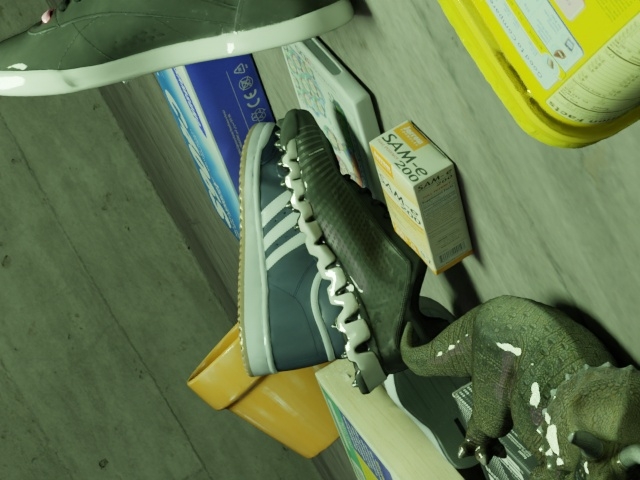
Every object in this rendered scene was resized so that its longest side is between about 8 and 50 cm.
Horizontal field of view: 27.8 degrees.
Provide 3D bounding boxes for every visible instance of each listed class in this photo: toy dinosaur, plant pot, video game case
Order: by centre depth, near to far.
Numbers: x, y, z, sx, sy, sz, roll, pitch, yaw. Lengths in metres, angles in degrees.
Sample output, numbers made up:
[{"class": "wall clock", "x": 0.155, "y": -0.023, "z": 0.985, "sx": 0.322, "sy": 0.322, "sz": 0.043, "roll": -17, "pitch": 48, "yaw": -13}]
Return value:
[{"class": "toy dinosaur", "x": 0.149, "y": 0.105, "z": 0.827, "sx": 0.313, "sy": 0.121, "sz": 0.160, "roll": -120, "pitch": 29, "yaw": -59}, {"class": "video game case", "x": 0.015, "y": -0.101, "z": 1.084, "sx": 0.143, "sy": 0.019, "sz": 0.157, "roll": 51, "pitch": 167, "yaw": 40}, {"class": "plant pot", "x": -0.039, "y": 0.179, "z": 1.713, "sx": 0.188, "sy": 0.205, "sz": 0.205, "roll": 44, "pitch": 171, "yaw": -4}]

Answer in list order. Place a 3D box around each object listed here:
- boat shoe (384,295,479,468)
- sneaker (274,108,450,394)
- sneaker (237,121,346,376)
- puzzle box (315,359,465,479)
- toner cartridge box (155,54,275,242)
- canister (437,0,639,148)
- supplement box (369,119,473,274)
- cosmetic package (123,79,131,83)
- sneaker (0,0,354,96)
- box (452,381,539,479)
[{"class": "boat shoe", "x": 0.091, "y": 0.121, "z": 1.158, "sx": 0.076, "sy": 0.083, "sz": 0.226, "roll": 47, "pitch": 165, "yaw": 46}, {"class": "sneaker", "x": 0.039, "y": -0.002, "z": 1.035, "sx": 0.078, "sy": 0.106, "sz": 0.234, "roll": 25, "pitch": -135, "yaw": -86}, {"class": "sneaker", "x": 0.000, "y": 0.000, "z": 1.283, "sx": 0.099, "sy": 0.153, "sz": 0.282, "roll": 71, "pitch": -165, "yaw": -58}, {"class": "puzzle box", "x": 0.129, "y": 0.338, "z": 1.380, "sx": 0.272, "sy": 0.052, "sz": 0.409, "roll": 47, "pitch": 162, "yaw": 51}, {"class": "toner cartridge box", "x": -0.106, "y": -0.124, "z": 1.446, "sx": 0.165, "sy": 0.075, "sz": 0.348, "roll": 49, "pitch": 165, "yaw": 43}, {"class": "canister", "x": 0.103, "y": -0.112, "z": 0.470, "sx": 0.126, "sy": 0.073, "sz": 0.170, "roll": 59, "pitch": 169, "yaw": 5}, {"class": "supplement box", "x": 0.074, "y": -0.030, "z": 0.945, "sx": 0.062, "sy": 0.036, "sz": 0.098, "roll": 49, "pitch": 165, "yaw": 43}, {"class": "cosmetic package", "x": -0.161, "y": -0.265, "z": 1.076, "sx": 0.184, "sy": 0.151, "sz": 0.151, "roll": 56, "pitch": 174, "yaw": 22}, {"class": "sneaker", "x": -0.133, "y": -0.194, "z": 0.924, "sx": 0.104, "sy": 0.295, "sz": 0.147, "roll": -59, "pitch": -44, "yaw": -67}, {"class": "box", "x": 0.215, "y": 0.241, "z": 0.966, "sx": 0.270, "sy": 0.060, "sz": 0.216, "roll": 45, "pitch": 163, "yaw": 55}]
